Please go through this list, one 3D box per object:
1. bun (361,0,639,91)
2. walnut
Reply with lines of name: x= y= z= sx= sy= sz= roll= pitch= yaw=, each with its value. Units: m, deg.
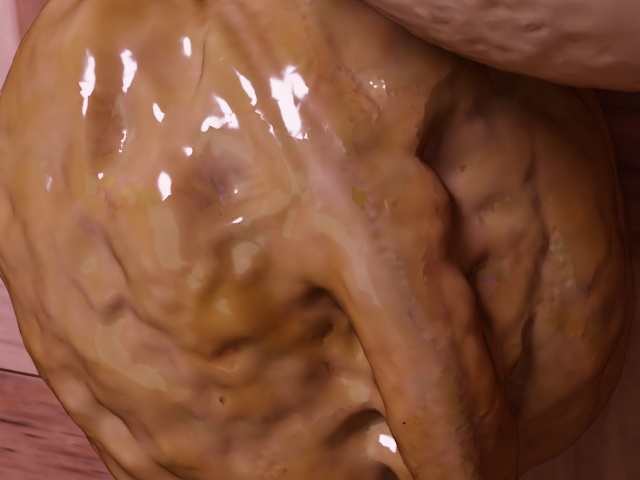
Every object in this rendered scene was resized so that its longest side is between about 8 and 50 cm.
bun: x=0.077 y=-0.189 z=0.448 sx=0.299 sy=0.299 sz=0.165 roll=53 pitch=166 yaw=-2
walnut: x=0.000 y=0.000 z=0.562 sx=0.224 sy=0.257 sz=0.257 roll=-26 pitch=99 yaw=-4
